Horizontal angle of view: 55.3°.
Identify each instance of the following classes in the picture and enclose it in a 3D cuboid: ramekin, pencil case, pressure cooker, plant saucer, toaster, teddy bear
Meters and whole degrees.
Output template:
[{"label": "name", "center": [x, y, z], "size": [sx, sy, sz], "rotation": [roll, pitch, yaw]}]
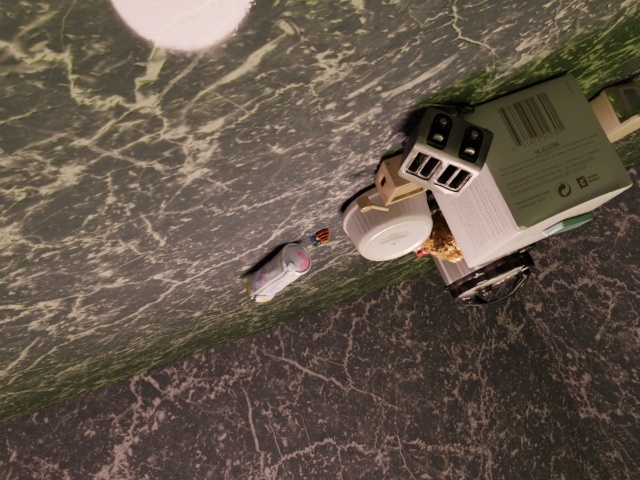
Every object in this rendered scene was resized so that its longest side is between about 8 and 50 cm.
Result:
[{"label": "ramekin", "center": [0.208, -0.047, 1.820], "size": [0.272, 0.127, 0.273], "rotation": [-15, 152, -8]}, {"label": "pencil case", "center": [-0.144, 0.110, 2.037], "size": [0.273, 0.113, 0.124], "rotation": [-38, -178, 45]}, {"label": "pressure cooker", "center": [0.650, 0.058, 2.525], "size": [0.375, 0.420, 0.370], "rotation": [-22, 166, -10]}, {"label": "plant saucer", "center": [0.652, -0.041, 1.603], "size": [0.192, 0.018, 0.067], "rotation": [-11, 161, -43]}, {"label": "toaster", "center": [0.280, -0.199, 1.416], "size": [0.168, 0.110, 0.186], "rotation": [23, 154, -3]}, {"label": "teddy bear", "center": [0.396, -0.019, 1.960], "size": [0.245, 0.113, 0.338], "rotation": [-11, -158, -23]}]

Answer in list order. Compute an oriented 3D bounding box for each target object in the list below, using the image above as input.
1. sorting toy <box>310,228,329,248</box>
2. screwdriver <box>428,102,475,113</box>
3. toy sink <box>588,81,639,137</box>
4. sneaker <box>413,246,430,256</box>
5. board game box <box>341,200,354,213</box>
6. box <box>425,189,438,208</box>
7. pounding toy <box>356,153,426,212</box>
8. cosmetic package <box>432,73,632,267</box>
[{"label": "sorting toy", "center": [0.000, 0.000, 2.012], "size": [0.061, 0.042, 0.102], "rotation": [-19, 166, -20]}, {"label": "screwdriver", "center": [0.299, -0.307, 1.391], "size": [0.170, 0.024, 0.025], "rotation": [0, 124, -45]}, {"label": "toy sink", "center": [0.888, -0.385, 1.839], "size": [0.152, 0.131, 0.234], "rotation": [-18, 170, -25]}, {"label": "sneaker", "center": [0.356, -0.008, 2.363], "size": [0.270, 0.145, 0.090], "rotation": [-8, 160, -47]}, {"label": "board game box", "center": [0.166, -0.122, 1.856], "size": [0.186, 0.026, 0.126], "rotation": [-27, 166, 15]}, {"label": "box", "center": [0.477, -0.162, 2.159], "size": [0.216, 0.060, 0.270], "rotation": [-27, 167, 10]}, {"label": "pounding toy", "center": [0.182, -0.151, 1.620], "size": [0.206, 0.094, 0.181], "rotation": [-20, 166, -13]}, {"label": "cosmetic package", "center": [0.523, -0.169, 1.632], "size": [0.329, 0.327, 0.394], "rotation": [-22, 168, -9]}]
